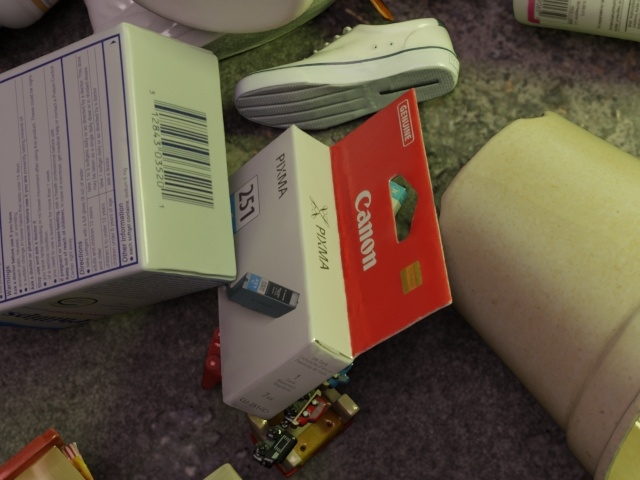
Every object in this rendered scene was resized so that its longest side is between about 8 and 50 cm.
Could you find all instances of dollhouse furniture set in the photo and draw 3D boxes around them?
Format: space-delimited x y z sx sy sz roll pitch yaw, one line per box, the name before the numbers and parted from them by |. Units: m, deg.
dollhouse furniture set | -0.163 0.247 1.620 0.374 0.152 0.201 -38 74 -18

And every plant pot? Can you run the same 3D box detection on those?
plant pot | 0.279 0.042 1.504 0.305 0.334 0.334 40 87 26

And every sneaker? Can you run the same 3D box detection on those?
sneaker | -0.138 -0.296 1.729 0.292 0.108 0.169 -20 79 6
sneaker | 0.028 -0.193 1.700 0.258 0.094 0.091 -8 55 6

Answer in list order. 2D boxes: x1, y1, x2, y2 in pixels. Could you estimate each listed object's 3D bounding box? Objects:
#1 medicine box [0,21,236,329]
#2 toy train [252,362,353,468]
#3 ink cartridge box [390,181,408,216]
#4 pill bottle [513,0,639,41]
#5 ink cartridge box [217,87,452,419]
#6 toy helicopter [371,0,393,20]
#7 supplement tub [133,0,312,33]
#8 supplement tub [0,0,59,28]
medicine box | -0.254 -0.059 1.622 0.289 0.149 0.263 -16 74 35
toy train | -0.013 0.175 1.562 0.036 0.027 0.158 36 69 8
ink cartridge box | 0.056 -0.031 1.681 0.048 0.028 0.083 30 85 14
pill bottle | 0.362 -0.294 1.618 0.283 0.160 0.160 11 80 11
ink cartridge box | 0.000 0.000 1.547 0.261 0.066 0.296 -36 42 31
toy helicopter | 0.057 -0.411 1.714 0.355 0.140 0.235 40 99 31
supplement tub | -0.089 -0.414 1.577 0.241 0.241 0.331 8 67 11
supplement tub | -0.350 -0.390 1.722 0.316 0.228 0.228 -42 75 -1
